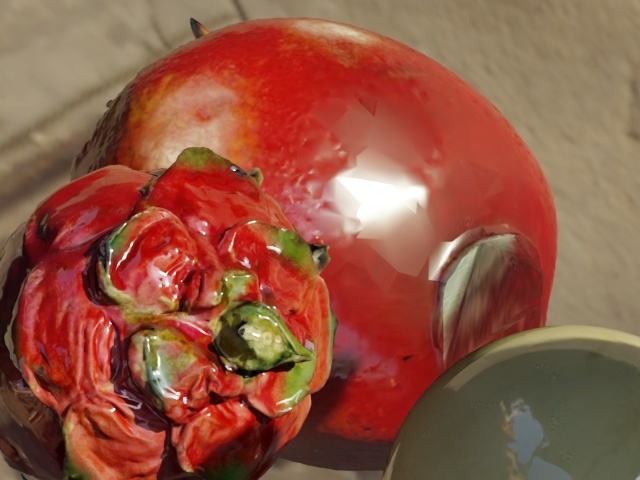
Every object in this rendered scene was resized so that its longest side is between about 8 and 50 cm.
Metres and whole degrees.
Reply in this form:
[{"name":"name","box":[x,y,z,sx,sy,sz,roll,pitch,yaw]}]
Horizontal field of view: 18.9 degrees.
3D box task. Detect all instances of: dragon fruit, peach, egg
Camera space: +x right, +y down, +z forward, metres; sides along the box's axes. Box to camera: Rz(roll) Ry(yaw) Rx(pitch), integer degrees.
[{"name":"dragon fruit","box":[-0.091,0.052,1.032,0.193,0.274,0.192,-3,86,-21]},{"name":"peach","box":[0.018,0.011,1.494,0.310,0.406,0.335,24,79,48]},{"name":"egg","box":[0.121,0.134,0.938,0.186,0.242,0.186,0,85,-1]}]
